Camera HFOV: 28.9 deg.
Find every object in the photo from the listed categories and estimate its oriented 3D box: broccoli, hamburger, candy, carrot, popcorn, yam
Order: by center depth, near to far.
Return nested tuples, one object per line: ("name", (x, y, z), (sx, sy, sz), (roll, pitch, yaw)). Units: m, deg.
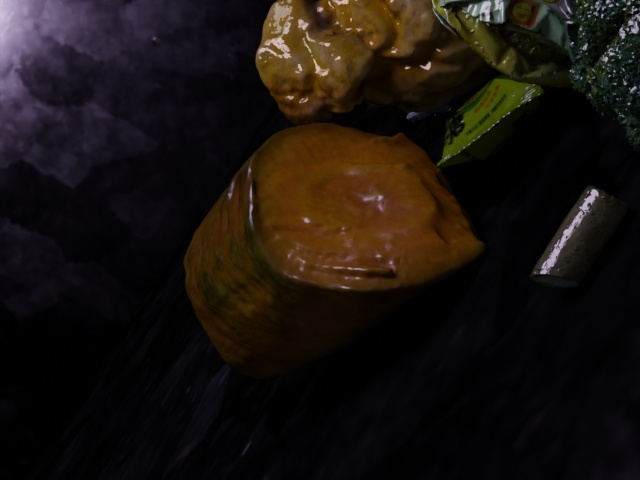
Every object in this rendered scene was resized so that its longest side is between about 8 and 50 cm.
("broccoli", (0.275, -0.155, 0.965), (0.195, 0.195, 0.156), (-49, -20, 27))
("yam", (0.215, 0.001, 1.030), (0.094, 0.043, 0.043), (-58, 13, -3))
("hamburger", (0.224, -0.221, 1.248), (0.214, 0.235, 0.125), (-24, -21, -47))
("carrot", (0.000, 0.000, 1.380), (0.341, 0.241, 0.241), (-42, 19, 51))
("candy", (0.192, -0.137, 1.388), (0.149, 0.069, 0.246), (-44, 1, 17))
("popcorn", (0.071, -0.260, 1.443), (0.332, 0.225, 0.265), (-31, 36, -13))

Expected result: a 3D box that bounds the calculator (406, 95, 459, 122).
("calculator", (0.215, -0.282, 1.780), (0.261, 0.021, 0.161), (-59, 13, -14))
